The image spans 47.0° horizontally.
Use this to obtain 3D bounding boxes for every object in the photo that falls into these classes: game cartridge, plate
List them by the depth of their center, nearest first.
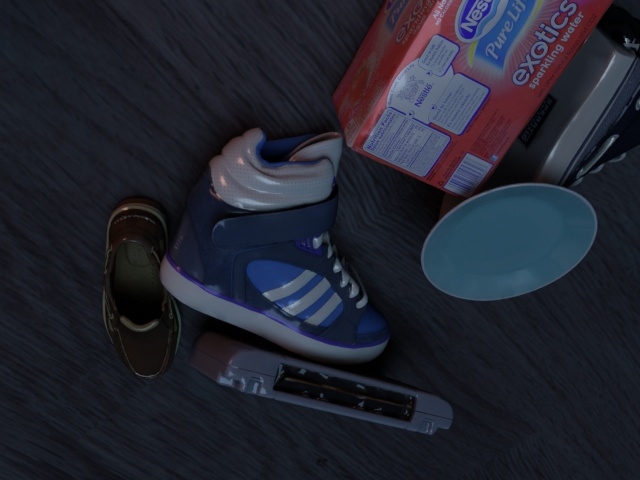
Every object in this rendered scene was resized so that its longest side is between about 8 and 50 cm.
[{"bbox_3d":[0.199,0.000,0.788,0.188,0.024,0.188,-4,139,-4],"label":"plate"},{"bbox_3d":[-0.007,0.176,0.924,0.297,0.198,0.062,18,87,-23],"label":"game cartridge"}]

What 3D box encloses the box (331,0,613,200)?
[{"bbox_3d":[0.150,-0.212,0.723,0.154,0.142,0.300,21,117,-20],"label":"box"}]

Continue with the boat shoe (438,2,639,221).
[{"bbox_3d":[0.278,-0.095,0.836,0.158,0.127,0.340,4,134,-30],"label":"boat shoe"}]

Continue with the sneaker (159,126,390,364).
[{"bbox_3d":[0.000,0.000,0.848,0.323,0.130,0.236,23,111,-28],"label":"sneaker"}]

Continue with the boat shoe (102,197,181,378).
[{"bbox_3d":[-0.222,0.081,0.886,0.095,0.095,0.257,-4,123,-6],"label":"boat shoe"}]
